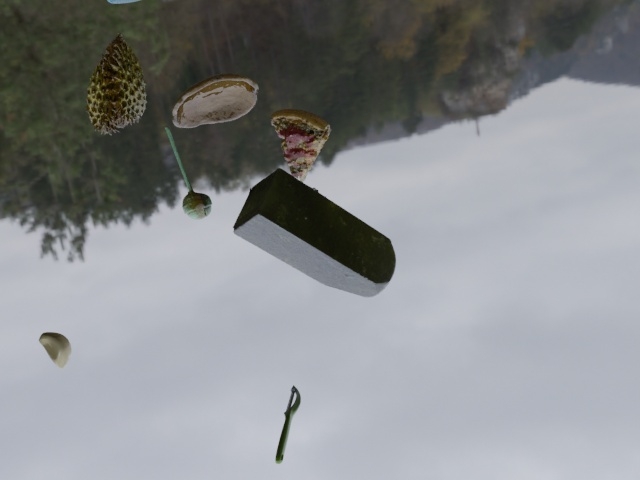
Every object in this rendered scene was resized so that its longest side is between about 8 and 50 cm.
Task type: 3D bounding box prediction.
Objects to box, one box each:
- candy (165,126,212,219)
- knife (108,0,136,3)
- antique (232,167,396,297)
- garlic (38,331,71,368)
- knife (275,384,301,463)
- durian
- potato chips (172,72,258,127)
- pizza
[{"bbox_3d":[-0.278,-0.139,1.747,0.061,0.202,0.061,-20,-178,1],"label":"candy"},{"bbox_3d":[-0.446,-0.592,1.996,0.031,0.064,0.222,7,-156,16],"label":"knife"},{"bbox_3d":[0.000,0.000,1.156,0.080,0.221,0.081,-27,-144,53],"label":"antique"},{"bbox_3d":[-0.549,0.222,1.777,0.053,0.083,0.041,-42,176,19],"label":"garlic"},{"bbox_3d":[-0.055,0.315,1.474,0.026,0.022,0.184,-10,-148,17],"label":"knife"},{"bbox_3d":[-0.482,-0.362,2.046,0.144,0.252,0.139,0,-142,-1],"label":"durian"},{"bbox_3d":[-0.250,-0.331,1.967,0.208,0.061,0.195,-30,159,24],"label":"potato chips"},{"bbox_3d":[-0.058,-0.242,2.230,0.188,0.198,0.062,15,-152,34],"label":"pizza"}]
